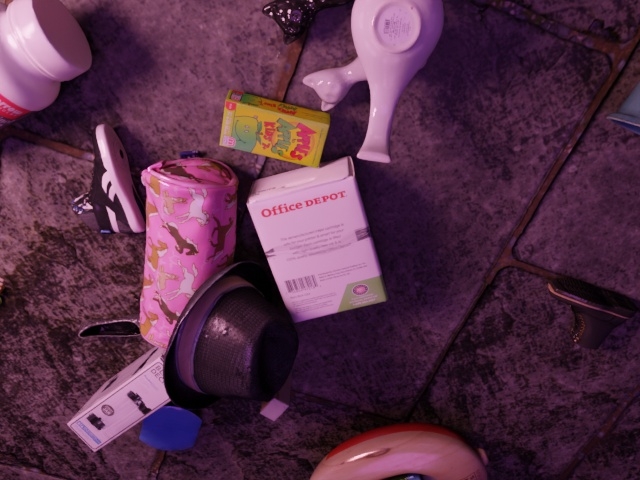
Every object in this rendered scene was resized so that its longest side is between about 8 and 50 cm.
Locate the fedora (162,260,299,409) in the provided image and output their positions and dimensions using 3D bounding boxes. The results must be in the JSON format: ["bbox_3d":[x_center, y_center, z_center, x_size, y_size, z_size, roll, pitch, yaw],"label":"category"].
[{"bbox_3d":[-0.141,0.209,1.065,0.152,0.334,0.334,25,122,26],"label":"fedora"}]

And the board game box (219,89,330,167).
[{"bbox_3d":[-0.081,-0.196,0.994,0.181,0.043,0.092,13,130,-6],"label":"board game box"}]

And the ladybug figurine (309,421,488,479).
[{"bbox_3d":[0.177,0.562,1.345,0.449,0.162,0.305,-18,116,11],"label":"ladybug figurine"}]

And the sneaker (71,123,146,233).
[{"bbox_3d":[-0.413,-0.101,1.037,0.121,0.079,0.217,-8,119,3],"label":"sneaker"}]

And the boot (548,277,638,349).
[{"bbox_3d":[0.544,0.164,1.181,0.198,0.077,0.137,19,122,-8],"label":"boot"}]

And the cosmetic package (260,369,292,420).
[{"bbox_3d":[-0.098,0.335,1.251,0.041,0.115,0.060,33,113,-16],"label":"cosmetic package"}]

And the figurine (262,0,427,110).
[{"bbox_3d":[0.042,-0.333,0.913,0.209,0.092,0.215,-21,117,20],"label":"figurine"}]

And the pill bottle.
[{"bbox_3d":[-0.538,-0.267,0.894,0.318,0.176,0.176,-22,116,12],"label":"pill bottle"}]

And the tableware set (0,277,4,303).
[{"bbox_3d":[-0.739,0.081,1.174,0.154,0.024,0.104,25,119,-14],"label":"tableware set"}]

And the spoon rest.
[{"bbox_3d":[0.104,-0.264,0.864,0.137,0.084,0.276,10,113,3],"label":"spoon rest"}]

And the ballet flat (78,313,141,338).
[{"bbox_3d":[-0.435,0.193,1.214,0.173,0.049,0.057,-5,119,3],"label":"ballet flat"}]

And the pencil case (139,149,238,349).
[{"bbox_3d":[-0.257,0.032,1.067,0.160,0.167,0.386,-14,127,-38],"label":"pencil case"}]

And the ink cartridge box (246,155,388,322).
[{"bbox_3d":[0.000,0.000,1.069,0.198,0.115,0.273,-14,118,7],"label":"ink cartridge box"}]

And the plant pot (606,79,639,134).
[{"bbox_3d":[0.672,-0.267,0.818,0.341,0.341,0.334,20,108,-10],"label":"plant pot"}]

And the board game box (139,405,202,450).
[{"bbox_3d":[-0.362,0.446,1.363,0.133,0.033,0.169,14,123,-13],"label":"board game box"}]

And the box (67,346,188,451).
[{"bbox_3d":[-0.380,0.310,1.204,0.290,0.169,0.087,-36,100,17],"label":"box"}]
